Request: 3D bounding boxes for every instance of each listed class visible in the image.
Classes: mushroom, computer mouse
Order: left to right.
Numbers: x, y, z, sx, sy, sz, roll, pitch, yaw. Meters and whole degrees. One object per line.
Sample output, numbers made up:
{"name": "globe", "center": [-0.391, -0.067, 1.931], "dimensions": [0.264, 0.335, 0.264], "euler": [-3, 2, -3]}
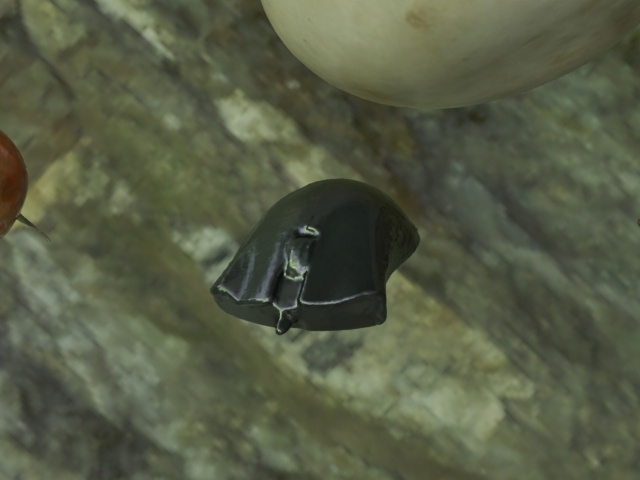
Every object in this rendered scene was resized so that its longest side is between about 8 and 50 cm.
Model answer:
{"name": "computer mouse", "center": [0.000, 0.000, 1.222], "dimensions": [0.147, 0.088, 0.264], "euler": [2, -154, 12]}
{"name": "mushroom", "center": [0.113, -0.267, 1.094], "dimensions": [0.294, 0.362, 0.362], "euler": [67, -162, 14]}

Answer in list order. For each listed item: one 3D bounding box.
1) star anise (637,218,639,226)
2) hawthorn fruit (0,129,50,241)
{"name": "star anise", "center": [0.424, -0.050, 1.198], "dimensions": [0.148, 0.346, 0.237], "euler": [71, 177, -66]}
{"name": "hawthorn fruit", "center": [-0.301, -0.053, 1.142], "dimensions": [0.149, 0.149, 0.189], "euler": [45, -157, 9]}
